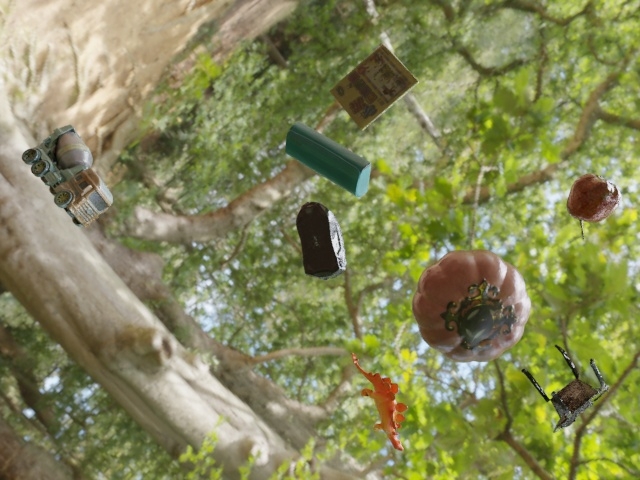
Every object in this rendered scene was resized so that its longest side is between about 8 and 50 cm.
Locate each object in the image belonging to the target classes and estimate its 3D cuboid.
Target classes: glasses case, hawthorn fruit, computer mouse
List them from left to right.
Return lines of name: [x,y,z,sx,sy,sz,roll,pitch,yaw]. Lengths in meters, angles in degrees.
computer mouse: [0.000,0.000,1.744,0.121,0.217,0.073,-6,-171,26]
glasses case: [0.018,-0.249,2.019,0.301,0.117,0.070,35,-130,29]
hawthorn fruit: [0.879,-0.113,2.154,0.204,0.162,0.163,-59,-168,11]

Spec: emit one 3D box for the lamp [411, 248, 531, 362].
lamp: [0.388,0.165,1.713,0.305,0.305,0.239,-35,-170,8]

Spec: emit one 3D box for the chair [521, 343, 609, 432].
chair: [0.607,0.376,1.582,0.174,0.213,0.149,-37,-162,-6]

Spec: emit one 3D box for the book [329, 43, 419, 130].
book: [0.139,-0.405,1.729,0.192,0.168,0.013,-40,151,10]

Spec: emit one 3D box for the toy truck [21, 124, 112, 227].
toy truck: [-0.585,-0.160,1.541,0.140,0.257,0.108,-39,154,-13]

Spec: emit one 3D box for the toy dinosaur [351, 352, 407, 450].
toy dinosaur: [0.169,0.421,1.733,0.070,0.288,0.117,-19,176,-42]
